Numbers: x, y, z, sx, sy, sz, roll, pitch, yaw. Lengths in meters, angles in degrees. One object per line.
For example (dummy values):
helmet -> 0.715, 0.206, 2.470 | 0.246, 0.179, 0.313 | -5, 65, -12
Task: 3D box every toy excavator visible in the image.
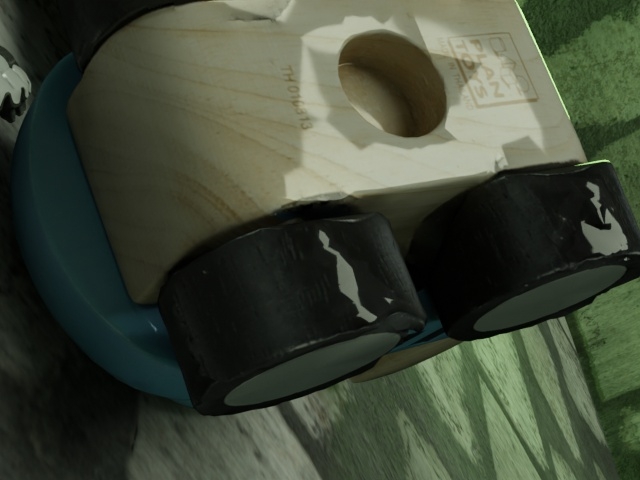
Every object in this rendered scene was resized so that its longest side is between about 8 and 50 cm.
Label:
toy excavator -> 0.000, 0.000, 0.792 | 0.433, 0.445, 0.222 | -11, 72, -34

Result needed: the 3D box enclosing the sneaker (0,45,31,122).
sneaker -> -0.177, -0.073, 0.473 | 0.106, 0.078, 0.234 | 65, 15, -7
